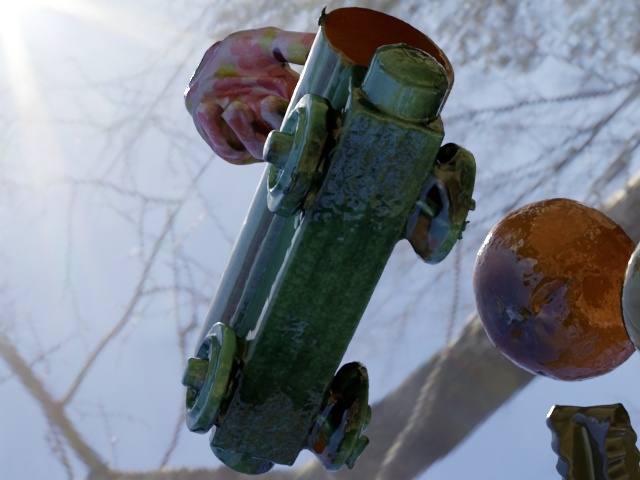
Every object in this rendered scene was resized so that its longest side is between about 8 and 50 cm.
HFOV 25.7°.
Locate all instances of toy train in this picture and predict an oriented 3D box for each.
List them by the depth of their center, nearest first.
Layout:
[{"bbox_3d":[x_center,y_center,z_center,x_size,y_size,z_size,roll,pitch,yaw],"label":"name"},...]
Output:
[{"bbox_3d":[0.000,0.000,0.813,0.116,0.285,0.177,15,-150,-12],"label":"toy train"}]

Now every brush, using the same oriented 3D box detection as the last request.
[{"bbox_3d":[0.286,0.290,1.391,0.071,0.084,0.301,-45,-52,-49],"label":"brush"}]

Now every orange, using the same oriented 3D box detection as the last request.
[{"bbox_3d":[0.284,0.062,1.664,0.170,0.224,0.224,-28,-111,-39],"label":"orange"}]

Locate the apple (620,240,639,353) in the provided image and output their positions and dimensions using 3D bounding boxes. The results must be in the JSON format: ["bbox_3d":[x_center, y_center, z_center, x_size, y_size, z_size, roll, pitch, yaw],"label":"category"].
[{"bbox_3d":[0.376,0.055,1.344,0.155,0.183,0.182,15,-167,34],"label":"apple"}]

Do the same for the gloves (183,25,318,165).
[{"bbox_3d":[-0.055,-0.142,1.450,0.241,0.145,0.126,36,161,50],"label":"gloves"}]
